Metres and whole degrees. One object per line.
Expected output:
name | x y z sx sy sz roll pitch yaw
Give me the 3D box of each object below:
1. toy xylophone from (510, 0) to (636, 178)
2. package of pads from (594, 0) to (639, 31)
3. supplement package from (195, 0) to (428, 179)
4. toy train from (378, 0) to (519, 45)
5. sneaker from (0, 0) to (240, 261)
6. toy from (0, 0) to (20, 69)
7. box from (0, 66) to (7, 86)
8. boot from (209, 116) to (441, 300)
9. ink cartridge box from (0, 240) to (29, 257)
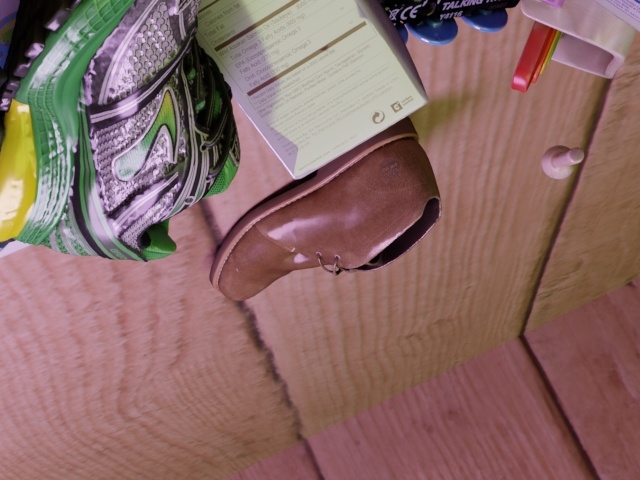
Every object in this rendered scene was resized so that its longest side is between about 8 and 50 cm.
toy xylophone | 0.201 -0.171 1.032 0.322 0.081 0.236 34 79 -82
package of pads | 0.265 -0.235 0.827 0.296 0.229 0.101 -42 161 -32
supplement package | -0.025 -0.150 0.859 0.105 0.105 0.179 -30 121 11
toy train | 0.075 -0.201 0.992 0.184 0.105 0.080 -16 150 -31
sneaker | -0.103 -0.102 0.767 0.146 0.134 0.343 12 149 -15
toy | -0.225 -0.139 0.826 0.136 0.056 0.237 -10 150 -44
box | -0.376 0.001 0.624 0.312 0.179 0.343 -42 180 37
boot | 0.000 0.000 1.424 0.305 0.115 0.112 -37 162 33
ink cartridge box | -0.206 -0.040 1.122 0.275 0.060 0.239 -24 160 -8
